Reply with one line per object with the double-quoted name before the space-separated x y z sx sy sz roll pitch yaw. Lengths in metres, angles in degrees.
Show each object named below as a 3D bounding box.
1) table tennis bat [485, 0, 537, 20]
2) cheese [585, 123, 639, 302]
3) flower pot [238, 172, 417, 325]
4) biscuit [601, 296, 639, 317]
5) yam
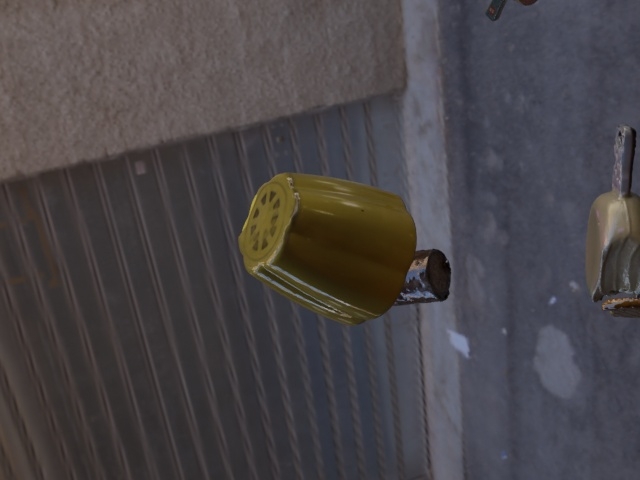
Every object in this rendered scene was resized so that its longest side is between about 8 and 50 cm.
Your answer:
"table tennis bat" 0.391 -0.538 1.652 0.154 0.021 0.274 49 167 9
"cheese" 0.281 -0.018 0.749 0.092 0.047 0.171 -82 -10 -54
"flower pot" 0.000 0.000 1.059 0.195 0.179 0.195 -31 48 44
"biscuit" 0.722 0.152 1.718 0.176 0.228 0.031 -8 71 45
"yam" 0.145 0.085 1.716 0.279 0.131 0.131 -9 98 38
